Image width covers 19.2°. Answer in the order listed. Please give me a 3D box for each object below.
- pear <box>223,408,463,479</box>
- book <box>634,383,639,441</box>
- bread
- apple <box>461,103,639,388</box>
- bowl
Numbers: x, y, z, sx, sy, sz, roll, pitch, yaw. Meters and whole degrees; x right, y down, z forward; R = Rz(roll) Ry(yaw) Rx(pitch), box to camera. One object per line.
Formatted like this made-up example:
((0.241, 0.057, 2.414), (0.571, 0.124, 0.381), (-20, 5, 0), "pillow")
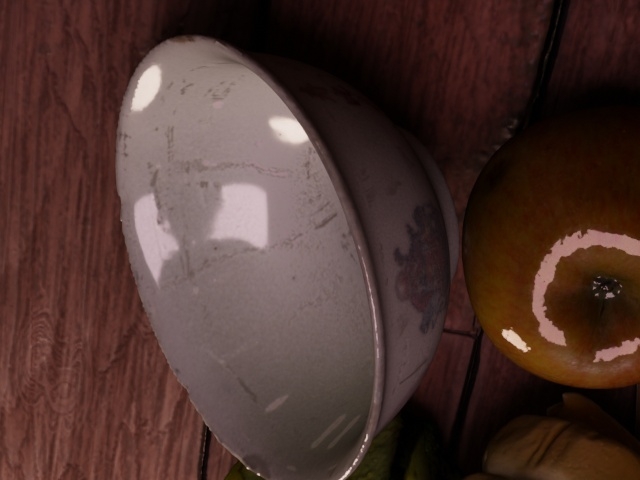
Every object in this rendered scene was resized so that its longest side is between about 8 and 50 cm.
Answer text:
((0.023, 0.313, 2.024), (0.255, 0.164, 0.238), (-14, 127, 23), "pear")
((0.480, 0.196, 1.944), (0.310, 0.021, 0.217), (2, 123, 9), "book")
((0.240, 0.356, 1.882), (0.210, 0.341, 0.300), (13, 140, 56), "bread")
((0.254, 0.012, 1.727), (0.264, 0.264, 0.264), (5, 124, 7), "apple")
((0.000, 0.000, 1.752), (0.196, 0.435, 0.435), (-19, 131, -31), "bowl")
